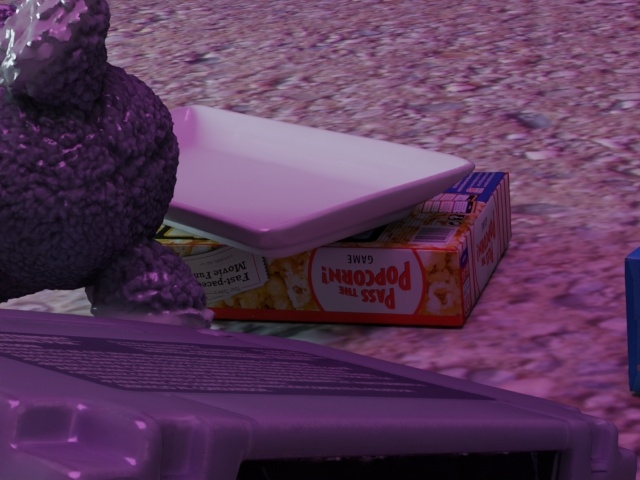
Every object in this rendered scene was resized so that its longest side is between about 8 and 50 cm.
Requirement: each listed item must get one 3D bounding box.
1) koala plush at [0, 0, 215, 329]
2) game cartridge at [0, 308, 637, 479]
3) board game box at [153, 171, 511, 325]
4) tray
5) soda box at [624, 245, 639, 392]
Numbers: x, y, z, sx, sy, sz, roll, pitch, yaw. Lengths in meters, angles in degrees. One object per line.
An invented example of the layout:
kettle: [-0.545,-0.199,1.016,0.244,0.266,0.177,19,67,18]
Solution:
koala plush: [-0.140,-0.035,0.692,0.203,0.196,0.221,-25,16,-34]
game cartridge: [-0.044,0.062,0.506,0.196,0.060,0.294,16,4,37]
board game box: [0.000,0.000,0.861,0.193,0.045,0.147,1,18,18]
tray: [-0.054,-0.035,0.858,0.145,0.030,0.270,-17,21,-35]
soda box: [0.219,0.011,0.733,0.071,0.067,0.210,6,20,33]
